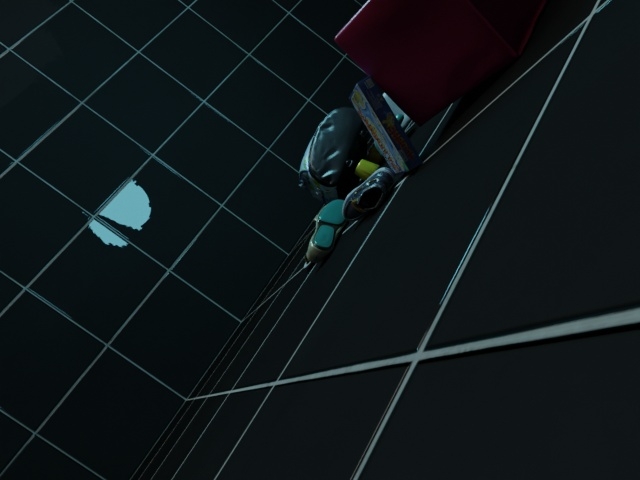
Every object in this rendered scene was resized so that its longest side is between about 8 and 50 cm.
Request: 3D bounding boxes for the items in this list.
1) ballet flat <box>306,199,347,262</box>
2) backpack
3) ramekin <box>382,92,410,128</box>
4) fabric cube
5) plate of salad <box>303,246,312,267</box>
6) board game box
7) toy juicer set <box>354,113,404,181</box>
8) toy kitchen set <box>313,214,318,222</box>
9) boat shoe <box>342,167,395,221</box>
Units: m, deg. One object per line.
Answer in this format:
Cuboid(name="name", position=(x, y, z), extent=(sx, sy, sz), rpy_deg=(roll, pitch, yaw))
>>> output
Cuboid(name="ballet flat", position=(0.019, -0.024, 1.440), extent=(0.086, 0.086, 0.248), rpy_deg=(-49, 7, 40))
Cuboid(name="backpack", position=(0.049, -0.265, 1.800), extent=(0.290, 0.273, 0.355), rpy_deg=(-69, -22, -13))
Cuboid(name="ramekin", position=(0.319, -0.550, 1.911), extent=(0.277, 0.135, 0.277), rpy_deg=(-53, 5, 7))
Cuboid(name="fabric cube", position=(0.236, -0.434, 0.982), extent=(0.259, 0.254, 0.258), rpy_deg=(-55, 13, -32))
Cuboid(name="plate of salad", position=(0.000, 0.000, 1.583), extent=(0.200, 0.048, 0.200), rpy_deg=(-52, 5, 7))
Cuboid(name="board game box", position=(0.133, -0.234, 1.067), extent=(0.035, 0.201, 0.136), rpy_deg=(-32, 4, -1))
Cuboid(name="toy juicer set", position=(0.228, -0.342, 1.593), extent=(0.329, 0.089, 0.209), rpy_deg=(-64, -6, 36))
Cuboid(name="toy kitchen set", position=(0.020, -0.075, 1.800), extent=(0.083, 0.068, 0.075), rpy_deg=(-56, 5, -26))
Cuboid(name="boat shoe", position=(0.097, -0.090, 1.178), extent=(0.183, 0.065, 0.083), rpy_deg=(-48, 7, 43))
